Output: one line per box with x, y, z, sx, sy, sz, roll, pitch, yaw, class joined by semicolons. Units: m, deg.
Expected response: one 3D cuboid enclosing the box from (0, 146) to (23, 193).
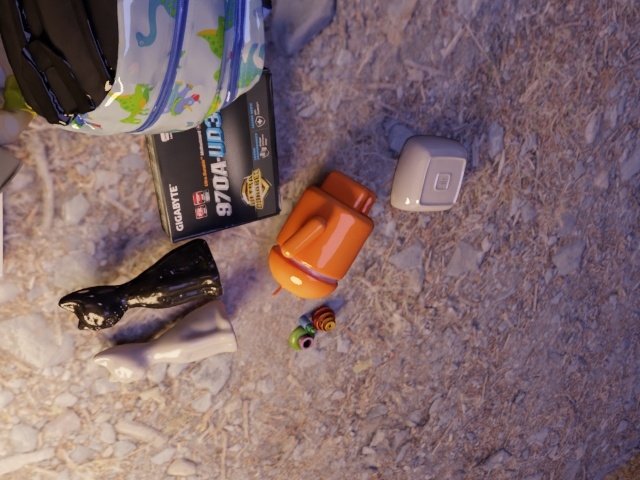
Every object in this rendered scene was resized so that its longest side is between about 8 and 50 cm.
-0.448;-0.025;0.590;0.148;0.127;0.232;39;98;-27;box

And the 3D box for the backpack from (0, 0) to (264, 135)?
-0.183;-0.274;0.528;0.273;0.290;0.356;6;86;-54;backpack

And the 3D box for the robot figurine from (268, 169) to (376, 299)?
-0.001;0.000;0.924;0.128;0.158;0.219;29;97;-17;robot figurine

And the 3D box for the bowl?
0.203;-0.113;1.045;0.142;0.053;0.142;-1;114;-31;bowl

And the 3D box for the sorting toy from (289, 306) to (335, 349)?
-0.011;0.165;1.057;0.102;0.042;0.061;-48;129;-3;sorting toy

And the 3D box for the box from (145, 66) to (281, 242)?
-0.148;-0.122;0.815;0.175;0.051;0.220;-16;122;-25;box

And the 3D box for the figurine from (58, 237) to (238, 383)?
-0.242;0.119;0.853;0.209;0.092;0.215;-19;134;-14;figurine

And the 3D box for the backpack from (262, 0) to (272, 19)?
-0.128;-0.297;0.713;0.120;0.098;0.101;13;135;-36;backpack

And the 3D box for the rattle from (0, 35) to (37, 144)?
-0.324;-0.197;0.582;0.200;0.142;0.130;74;33;-43;rattle

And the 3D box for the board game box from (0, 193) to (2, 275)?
-0.438;-0.028;0.693;0.103;0.026;0.154;-3;115;-32;board game box
